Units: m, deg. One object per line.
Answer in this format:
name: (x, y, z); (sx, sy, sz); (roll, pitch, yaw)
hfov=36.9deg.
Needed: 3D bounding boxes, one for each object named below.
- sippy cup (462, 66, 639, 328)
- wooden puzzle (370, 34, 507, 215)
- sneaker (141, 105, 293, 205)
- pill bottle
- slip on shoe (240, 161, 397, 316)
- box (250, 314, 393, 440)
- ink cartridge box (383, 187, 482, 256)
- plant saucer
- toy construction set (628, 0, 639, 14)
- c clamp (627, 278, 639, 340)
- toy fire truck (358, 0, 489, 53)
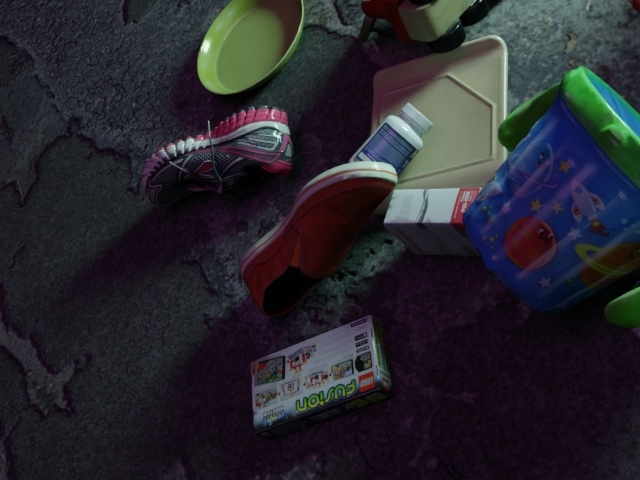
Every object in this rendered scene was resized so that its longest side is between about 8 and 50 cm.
sippy cup: (0.296, -0.041, 1.104); (0.224, 0.240, 0.305); (-44, 3, 23)
wooden puzzle: (0.171, -0.162, 1.388); (0.221, 0.044, 0.238); (-13, 62, 32)
sneaker: (-0.177, -0.119, 1.581); (0.299, 0.121, 0.112); (-22, 73, 33)
pill bottle: (0.101, -0.133, 1.350); (0.120, 0.067, 0.067); (-49, 46, 8)
slip on shoe: (0.000, 0.000, 1.333); (0.331, 0.123, 0.101); (-43, 54, 40)
box: (-0.003, 0.190, 1.315); (0.207, 0.036, 0.114); (-24, 53, 26)
ink cartridge box: (0.168, -0.024, 1.263); (0.135, 0.099, 0.056); (1, 65, 38)
plant saucer: (-0.120, -0.358, 1.729); (0.241, 0.037, 0.240); (-19, 55, 29)
toy construction set: (0.497, -0.409, 1.179); (0.309, 0.257, 0.237); (-38, 25, 19)
c clamp: (0.387, 0.108, 1.068); (0.137, 0.022, 0.160); (-39, 48, 13)
toy fire truck: (0.151, -0.389, 1.472); (0.246, 0.158, 0.217); (20, 62, 44)
